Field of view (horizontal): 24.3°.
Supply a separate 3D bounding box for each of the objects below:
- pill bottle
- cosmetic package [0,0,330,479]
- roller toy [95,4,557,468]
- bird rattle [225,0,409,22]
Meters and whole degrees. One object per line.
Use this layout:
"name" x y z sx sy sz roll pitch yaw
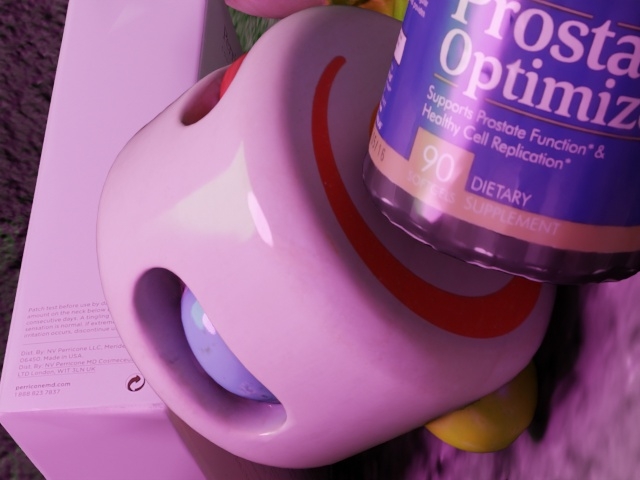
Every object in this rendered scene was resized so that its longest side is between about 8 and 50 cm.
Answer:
"pill bottle" 0.099 -0.104 0.559 0.123 0.123 0.219 -106 28 -65
"cosmetic package" -0.071 0.067 0.918 0.377 0.097 0.284 71 -160 -53
"roller toy" 0.000 0.000 0.692 0.146 0.191 0.209 -31 55 39
"bird rattle" -0.007 -0.245 1.044 0.143 0.207 0.253 11 100 60
